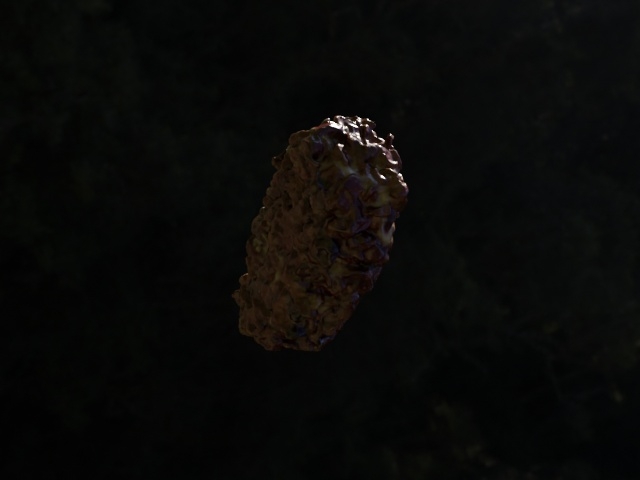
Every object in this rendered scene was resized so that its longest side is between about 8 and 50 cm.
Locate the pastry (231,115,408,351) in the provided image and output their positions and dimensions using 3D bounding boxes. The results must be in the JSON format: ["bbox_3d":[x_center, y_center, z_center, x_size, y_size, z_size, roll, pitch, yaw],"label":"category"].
[{"bbox_3d":[0.001,0.001,1.190,0.115,0.097,0.208,58,-45,50],"label":"pastry"}]
